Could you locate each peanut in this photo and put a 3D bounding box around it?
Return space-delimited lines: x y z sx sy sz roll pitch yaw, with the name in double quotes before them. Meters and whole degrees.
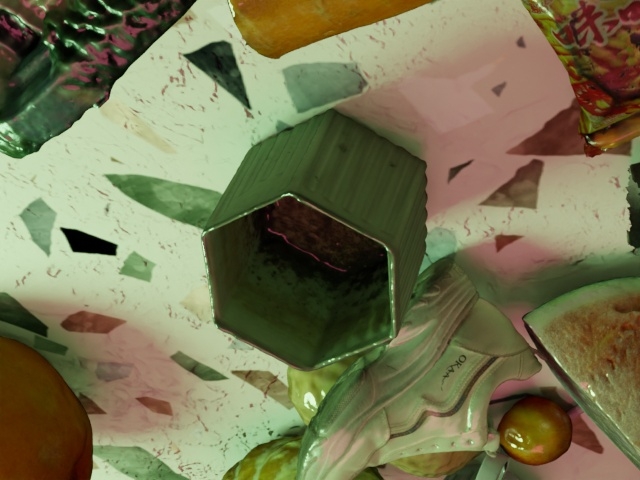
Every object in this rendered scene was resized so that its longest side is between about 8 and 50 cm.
"peanut" 0.094 0.235 1.708 0.325 0.140 0.153 30 144 -29

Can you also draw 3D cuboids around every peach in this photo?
"peach" -0.467 0.295 1.710 0.301 0.343 0.343 20 140 12
"peach" 0.299 0.267 1.743 0.100 0.101 0.101 4 139 3

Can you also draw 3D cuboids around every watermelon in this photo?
"watermelon" 0.443 0.176 1.563 0.222 0.319 0.292 -44 154 4

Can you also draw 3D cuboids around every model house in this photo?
"model house" -0.278 -0.274 1.100 0.298 0.243 0.284 -37 120 26

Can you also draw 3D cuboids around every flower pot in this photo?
"flower pot" 0.000 0.000 1.378 0.239 0.189 0.209 -25 115 29

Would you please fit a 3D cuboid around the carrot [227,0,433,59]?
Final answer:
"carrot" 0.077 -0.302 1.053 0.331 0.214 0.193 -17 151 26

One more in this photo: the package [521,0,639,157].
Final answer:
"package" 0.299 -0.213 1.195 0.223 0.108 0.288 -12 129 28

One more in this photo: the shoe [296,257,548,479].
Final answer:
"shoe" 0.125 0.212 1.537 0.210 0.132 0.342 38 94 -2

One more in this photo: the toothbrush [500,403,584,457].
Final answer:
"toothbrush" 0.350 0.248 1.772 0.020 0.025 0.286 23 137 -25

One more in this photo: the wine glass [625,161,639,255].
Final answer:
"wine glass" 0.456 -0.038 1.357 0.241 0.126 0.126 -4 138 9

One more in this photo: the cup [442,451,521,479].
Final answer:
"cup" 0.200 0.409 1.761 0.167 0.202 0.221 -9 105 29

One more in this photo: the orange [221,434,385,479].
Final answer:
"orange" -0.028 0.444 1.819 0.249 0.329 0.329 26 136 -33
